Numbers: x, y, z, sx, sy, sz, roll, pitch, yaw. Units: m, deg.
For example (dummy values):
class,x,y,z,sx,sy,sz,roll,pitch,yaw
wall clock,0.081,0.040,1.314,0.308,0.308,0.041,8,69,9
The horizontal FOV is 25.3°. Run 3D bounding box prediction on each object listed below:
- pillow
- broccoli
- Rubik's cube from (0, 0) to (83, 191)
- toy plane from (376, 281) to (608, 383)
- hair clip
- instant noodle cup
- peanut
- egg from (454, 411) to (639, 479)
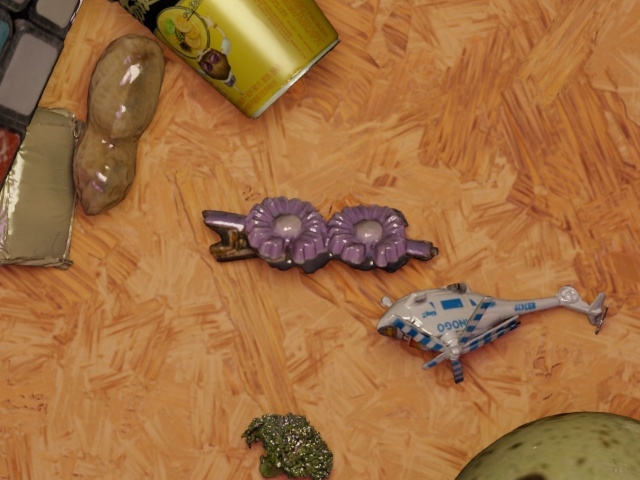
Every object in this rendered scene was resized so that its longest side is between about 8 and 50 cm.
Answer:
class,x,y,z,sx,sy,sz,roll,pitch,yaw
pillow,-0.348,-0.069,1.732,0.119,0.053,0.208,6,85,-37
broccoli,-0.038,0.255,1.727,0.092,0.097,0.095,-47,59,38
Rubik's cube,-0.514,-0.264,1.567,0.363,0.362,0.359,22,92,17
toy plane,0.202,0.079,1.704,0.273,0.182,0.107,-22,55,-2
hair clip,0.000,0.000,1.734,0.292,0.085,0.106,2,43,-2
instant noodle cup,-0.106,-0.278,1.703,0.215,0.215,0.236,-42,96,-2
peanut,-0.249,-0.139,1.728,0.085,0.104,0.228,16,92,-17
egg,0.267,0.393,1.573,0.345,0.345,0.428,36,98,3
